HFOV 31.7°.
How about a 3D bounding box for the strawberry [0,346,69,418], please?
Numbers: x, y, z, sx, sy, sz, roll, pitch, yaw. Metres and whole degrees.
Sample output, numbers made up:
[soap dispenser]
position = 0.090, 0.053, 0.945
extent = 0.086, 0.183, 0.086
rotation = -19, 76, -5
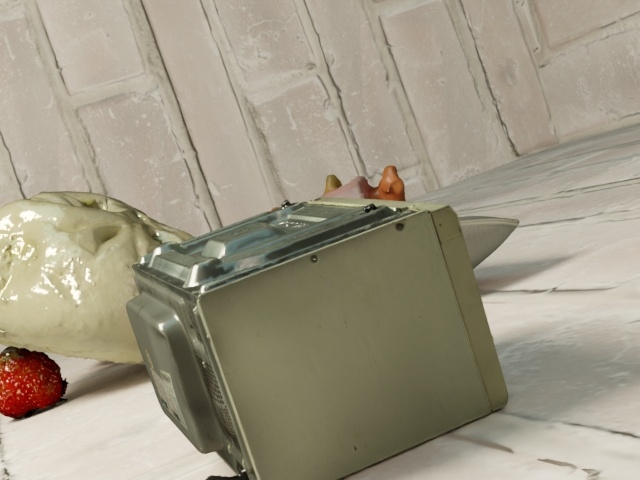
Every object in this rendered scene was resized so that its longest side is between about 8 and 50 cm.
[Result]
[strawberry]
position = -0.385, 0.180, 1.458
extent = 0.106, 0.106, 0.106
rotation = -20, 3, 1

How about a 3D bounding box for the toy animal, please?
[toy animal]
position = -0.001, 0.003, 1.633
extent = 0.281, 0.195, 0.169
rotation = -16, -36, -1

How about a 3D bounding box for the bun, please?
[bun]
position = -0.309, 0.042, 1.486
extent = 0.360, 0.211, 0.360
rotation = 9, 0, 0

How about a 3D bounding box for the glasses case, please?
[glasses case]
position = 0.105, 0.025, 1.254
extent = 0.128, 0.083, 0.308
rotation = -15, 1, -20

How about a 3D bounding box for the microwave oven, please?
[microwave oven]
position = -0.022, 0.057, 0.746
extent = 0.194, 0.145, 0.240
rotation = -17, 9, -16
